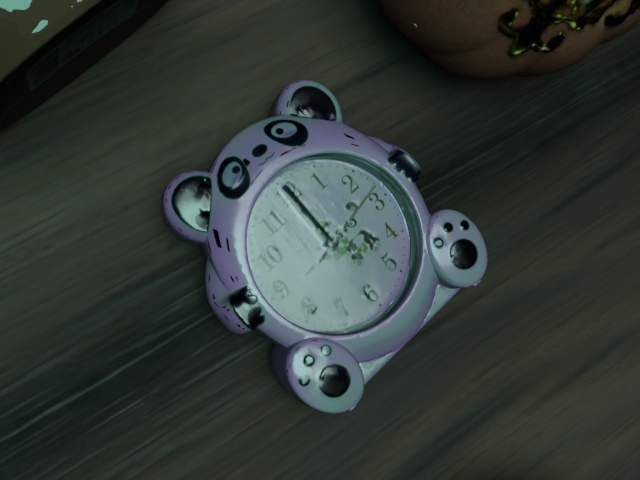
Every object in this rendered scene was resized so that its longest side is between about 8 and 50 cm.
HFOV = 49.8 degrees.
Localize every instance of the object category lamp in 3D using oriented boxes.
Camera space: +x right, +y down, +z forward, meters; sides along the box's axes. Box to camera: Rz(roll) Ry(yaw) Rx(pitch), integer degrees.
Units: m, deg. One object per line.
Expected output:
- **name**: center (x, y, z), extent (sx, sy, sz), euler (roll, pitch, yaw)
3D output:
- **lamp**: center (0.178, -0.297, 0.612), extent (0.305, 0.305, 0.239), euler (-13, 45, -14)

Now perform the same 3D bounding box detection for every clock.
- **clock**: center (0.000, 0.000, 0.618), extent (0.227, 0.090, 0.248), euler (-42, 96, -15)

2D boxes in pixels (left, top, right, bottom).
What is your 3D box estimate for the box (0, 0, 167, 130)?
- **box**: center (-0.236, -0.216, 0.472), extent (0.301, 0.301, 0.216), euler (-42, 105, -15)
